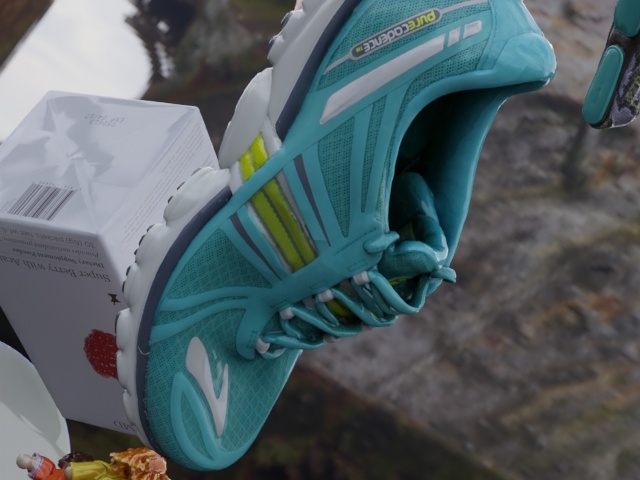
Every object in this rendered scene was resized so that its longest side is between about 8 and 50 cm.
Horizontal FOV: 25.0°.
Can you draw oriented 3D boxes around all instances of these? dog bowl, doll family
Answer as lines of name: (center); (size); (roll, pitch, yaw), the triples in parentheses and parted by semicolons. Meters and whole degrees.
dog bowl: (-0.392, 0.222, 1.457); (0.265, 0.265, 0.104); (37, -26, -22)
doll family: (-0.147, 0.267, 1.210); (0.263, 0.118, 0.163); (54, 36, -5)

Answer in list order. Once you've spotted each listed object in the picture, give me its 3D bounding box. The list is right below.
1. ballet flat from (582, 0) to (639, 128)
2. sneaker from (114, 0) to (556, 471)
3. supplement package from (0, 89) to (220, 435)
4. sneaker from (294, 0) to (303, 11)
ballet flat: (0.190, -0.119, 0.860); (0.041, 0.114, 0.041); (12, 27, -6)
sneaker: (0.000, 0.000, 0.623); (0.110, 0.275, 0.107); (43, 26, 28)
supplement package: (-0.184, 0.031, 1.364); (0.177, 0.175, 0.293); (9, -42, 28)
sneaker: (0.027, -0.207, 1.314); (0.108, 0.302, 0.121); (29, -22, -14)
